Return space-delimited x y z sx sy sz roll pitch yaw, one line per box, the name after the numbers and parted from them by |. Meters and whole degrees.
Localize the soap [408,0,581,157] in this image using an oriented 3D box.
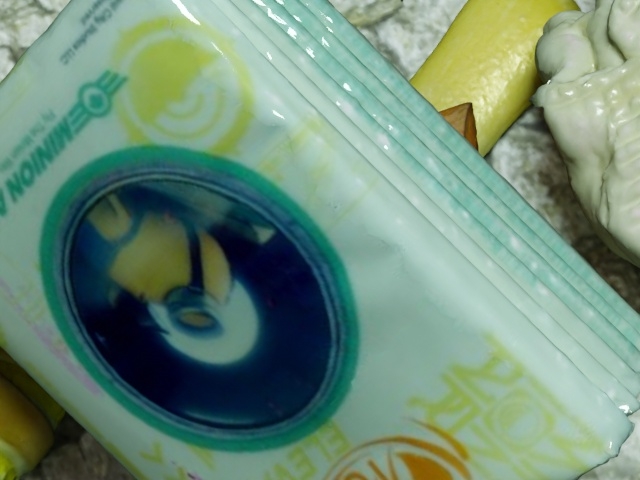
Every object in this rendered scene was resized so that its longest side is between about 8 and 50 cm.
0.118 -0.124 1.412 0.089 0.033 0.168 39 75 18 | soap

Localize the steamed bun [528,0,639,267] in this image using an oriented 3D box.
0.294 -0.122 1.315 0.275 0.206 0.320 30 97 31 | steamed bun

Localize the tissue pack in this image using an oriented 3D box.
-0.033 0.023 1.163 0.388 0.287 0.162 45 38 -5 | tissue pack

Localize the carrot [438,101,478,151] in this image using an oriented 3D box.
0.000 0.000 1.322 0.225 0.159 0.159 -6 68 12 | carrot

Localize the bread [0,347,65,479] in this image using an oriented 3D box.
-0.302 0.030 1.303 0.333 0.160 0.333 0 69 0 | bread
